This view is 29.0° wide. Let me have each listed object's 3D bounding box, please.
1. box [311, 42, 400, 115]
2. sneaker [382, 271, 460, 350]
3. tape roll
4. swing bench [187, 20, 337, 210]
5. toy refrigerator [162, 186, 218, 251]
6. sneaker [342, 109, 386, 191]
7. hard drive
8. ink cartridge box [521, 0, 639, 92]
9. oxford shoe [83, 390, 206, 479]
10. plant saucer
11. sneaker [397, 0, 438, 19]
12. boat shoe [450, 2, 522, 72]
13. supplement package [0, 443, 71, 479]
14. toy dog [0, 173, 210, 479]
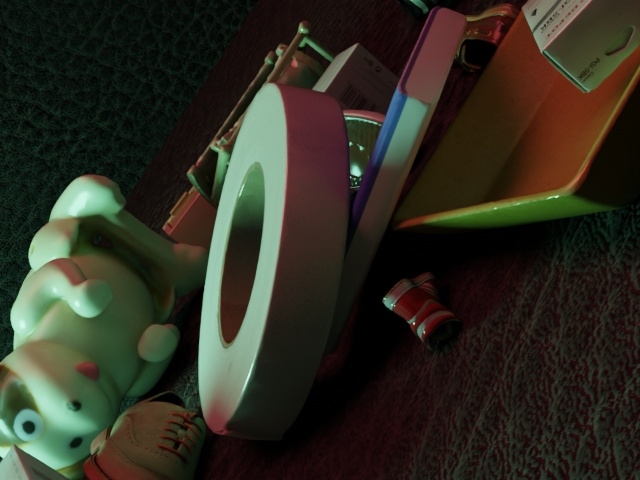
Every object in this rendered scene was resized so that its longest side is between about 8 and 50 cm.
[{"bbox_3d":[0.049,-0.211,1.800,0.102,0.101,0.087,-56,15,-17],"label":"box"},{"bbox_3d":[0.104,0.067,1.167,0.042,0.067,0.118,-51,-15,17],"label":"sneaker"},{"bbox_3d":[-0.058,0.023,1.362,0.392,0.072,0.392,-171,90,-75],"label":"tape roll"},{"bbox_3d":[-0.070,-0.170,1.941,0.253,0.165,0.254,-59,16,-18],"label":"swing bench"},{"bbox_3d":[-0.166,-0.102,2.204,0.269,0.094,0.102,-54,16,-1],"label":"toy refrigerator"},{"bbox_3d":[0.036,-0.120,1.652,0.123,0.106,0.290,-15,7,-41],"label":"sneaker"},{"bbox_3d":[0.066,-0.061,1.289,0.210,0.040,0.319,-65,-4,-54],"label":"hard drive"},{"bbox_3d":[0.227,-0.194,1.032,0.099,0.056,0.135,-46,16,20],"label":"ink cartridge box"},{"bbox_3d":[-0.199,0.252,1.480,0.130,0.123,0.348,-48,16,-4],"label":"oxford shoe"},{"bbox_3d":[0.238,-0.134,1.126,0.333,0.081,0.333,-57,16,-16],"label":"plant saucer"},{"bbox_3d":[0.177,-0.523,1.985,0.257,0.169,0.447,-40,22,34],"label":"sneaker"},{"bbox_3d":[0.188,-0.240,1.532,0.060,0.064,0.178,-56,18,-20],"label":"boat shoe"},{"bbox_3d":[-0.276,0.351,1.321,0.145,0.204,0.262,-56,16,-10],"label":"supplement package"},{"bbox_3d":[-0.393,0.159,1.909,0.395,0.284,0.408,-25,35,29],"label":"toy dog"}]
